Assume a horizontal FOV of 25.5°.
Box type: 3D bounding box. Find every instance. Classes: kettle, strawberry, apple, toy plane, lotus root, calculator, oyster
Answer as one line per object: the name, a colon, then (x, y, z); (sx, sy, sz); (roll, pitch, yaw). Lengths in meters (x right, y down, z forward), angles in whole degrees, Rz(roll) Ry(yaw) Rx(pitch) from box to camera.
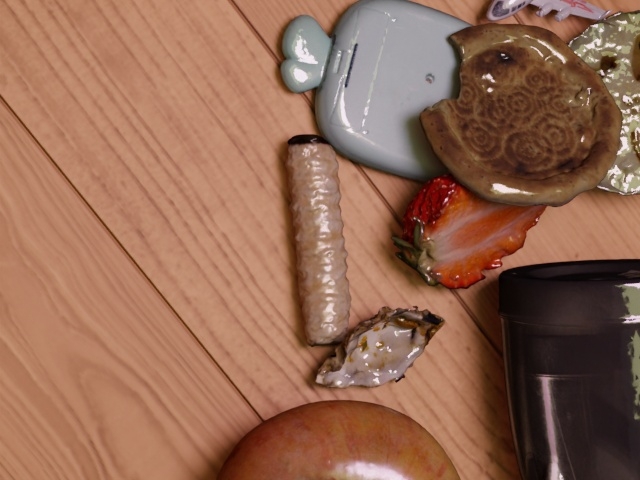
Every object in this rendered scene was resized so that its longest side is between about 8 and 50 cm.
kettle: (0.329, 0.186, 1.487); (0.321, 0.228, 0.324); (-7, 96, -48)
strawberry: (0.158, -0.029, 1.478); (0.187, 0.146, 0.082); (-23, 53, -14)
apple: (0.018, 0.275, 1.381); (0.261, 0.194, 0.260); (1, 86, -15)
toy plane: (0.238, -0.289, 1.532); (0.171, 0.065, 0.162); (-40, 100, -12)
lotus root: (0.338, -0.144, 1.553); (0.183, 0.078, 0.203); (-7, 83, -3)
calculator: (0.096, -0.159, 1.496); (0.295, 0.042, 0.184); (16, 84, -17)
oyster: (0.065, 0.104, 1.469); (0.148, 0.051, 0.103); (-3, 132, -34)

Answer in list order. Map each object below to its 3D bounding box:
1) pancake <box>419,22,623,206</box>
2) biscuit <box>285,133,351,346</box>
pancake: (0.210, -0.131, 1.458); (0.212, 0.029, 0.235); (17, 58, -4)
biscuit: (0.000, 0.000, 1.458); (0.061, 0.055, 0.219); (-2, 87, -60)
